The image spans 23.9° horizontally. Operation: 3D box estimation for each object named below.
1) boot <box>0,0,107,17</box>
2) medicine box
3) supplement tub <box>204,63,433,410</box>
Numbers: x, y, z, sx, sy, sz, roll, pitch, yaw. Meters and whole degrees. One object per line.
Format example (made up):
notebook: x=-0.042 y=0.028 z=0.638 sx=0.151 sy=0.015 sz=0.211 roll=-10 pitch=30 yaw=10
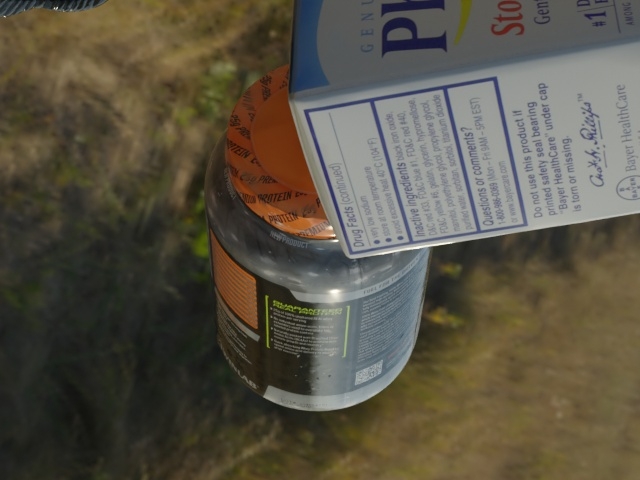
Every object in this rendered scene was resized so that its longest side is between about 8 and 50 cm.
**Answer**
boot: x=-0.268 y=-0.254 z=1.238 sx=0.077 sy=0.137 sz=0.198 roll=-45 pitch=160 yaw=23
medicine box: x=0.137 y=-0.148 z=1.025 sx=0.263 sy=0.289 sz=0.149 roll=-88 pitch=165 yaw=-46
supplement tub: x=0.000 y=0.000 z=1.286 sx=0.316 sy=0.194 sz=0.193 roll=94 pitch=19 yaw=-60
